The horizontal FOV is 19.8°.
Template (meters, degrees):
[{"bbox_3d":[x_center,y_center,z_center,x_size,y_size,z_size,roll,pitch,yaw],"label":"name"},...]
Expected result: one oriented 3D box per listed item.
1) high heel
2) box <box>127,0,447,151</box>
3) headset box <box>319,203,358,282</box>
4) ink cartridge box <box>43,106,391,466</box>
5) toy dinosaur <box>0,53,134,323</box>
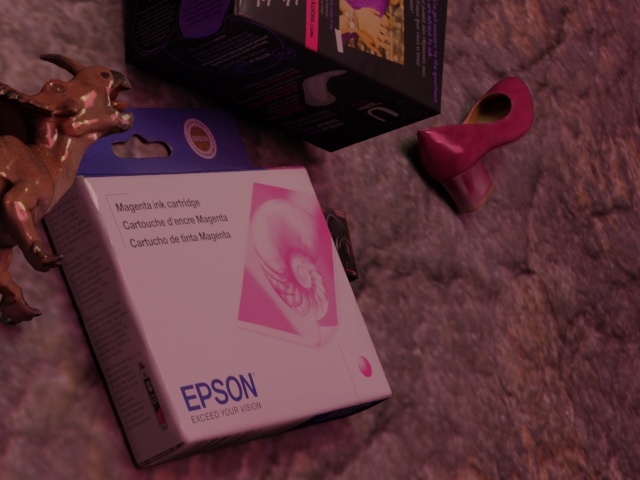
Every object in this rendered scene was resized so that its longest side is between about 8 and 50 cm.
[{"bbox_3d":[0.176,-0.146,2.125,0.117,0.082,0.244,57,43,-26],"label":"high heel"},{"bbox_3d":[-0.027,-0.208,1.757,0.270,0.165,0.143,22,63,-39],"label":"box"},{"bbox_3d":[0.000,0.000,1.805,0.062,0.032,0.083,19,52,-47],"label":"headset box"},{"bbox_3d":[-0.097,0.016,1.622,0.324,0.071,0.330,-7,73,-56],"label":"ink cartridge box"},{"bbox_3d":[-0.276,-0.055,1.373,0.296,0.127,0.200,5,62,-49],"label":"toy dinosaur"}]
